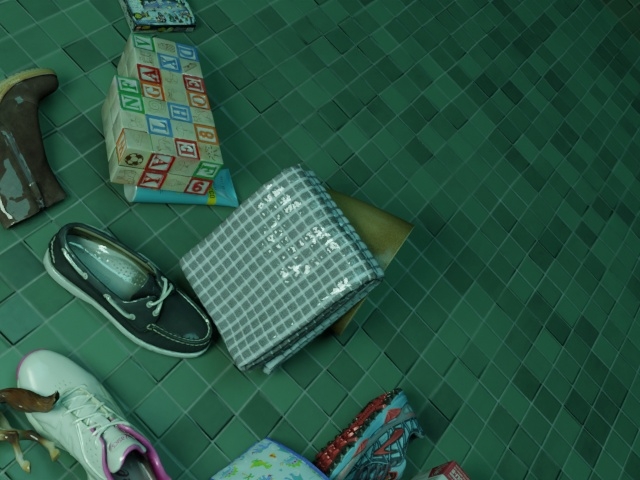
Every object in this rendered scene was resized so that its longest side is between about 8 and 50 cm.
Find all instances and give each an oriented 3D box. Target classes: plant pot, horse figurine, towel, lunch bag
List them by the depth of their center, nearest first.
[{"bbox_3d":[-0.462,0.282,1.031,0.174,0.066,0.263,33,59,16],"label":"horse figurine"},{"bbox_3d":[-0.079,0.384,1.216,0.151,0.096,0.128,35,44,28],"label":"lunch bag"},{"bbox_3d":[-0.072,0.051,1.270,0.235,0.283,0.121,54,14,13],"label":"towel"},{"bbox_3d":[0.000,0.000,1.413,0.254,0.237,0.237,35,50,5],"label":"plant pot"}]

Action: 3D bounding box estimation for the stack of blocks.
[{"bbox_3d":[-0.289,-0.229,1.392,0.171,0.087,0.297,7,50,-31],"label":"stack of blocks"}]

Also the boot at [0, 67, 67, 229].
[{"bbox_3d":[-0.479,-0.154,1.289,0.207,0.090,0.248,56,45,-11],"label":"boot"}]

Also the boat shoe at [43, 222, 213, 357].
[{"bbox_3d":[-0.292,0.081,1.249,0.302,0.091,0.114,31,50,-15],"label":"boat shoe"}]

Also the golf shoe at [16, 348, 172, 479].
[{"bbox_3d":[-0.306,0.265,1.108,0.306,0.140,0.115,50,51,3],"label":"golf shoe"}]

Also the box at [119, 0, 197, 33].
[{"bbox_3d":[-0.324,-0.458,1.573,0.137,0.027,0.094,-13,71,-37],"label":"box"}]

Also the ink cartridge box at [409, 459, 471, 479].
[{"bbox_3d":[0.177,0.477,1.301,0.176,0.128,0.127,-36,86,-41],"label":"ink cartridge box"}]

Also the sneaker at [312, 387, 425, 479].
[{"bbox_3d":[0.092,0.360,1.330,0.262,0.104,0.125,-35,88,-40],"label":"sneaker"}]

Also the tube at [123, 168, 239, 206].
[{"bbox_3d":[-0.244,-0.094,1.411,0.207,0.052,0.080,-2,71,-38],"label":"tube"}]
